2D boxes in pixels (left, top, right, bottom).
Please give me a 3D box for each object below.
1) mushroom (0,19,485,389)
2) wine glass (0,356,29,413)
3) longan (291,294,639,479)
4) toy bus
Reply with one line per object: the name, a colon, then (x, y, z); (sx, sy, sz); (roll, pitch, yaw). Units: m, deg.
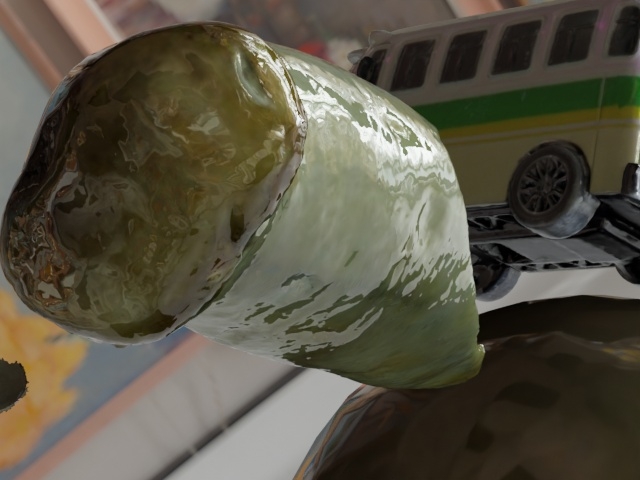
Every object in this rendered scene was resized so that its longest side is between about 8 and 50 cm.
mushroom: (0.003, -0.003, 0.646); (0.107, 0.333, 0.087); (-42, -113, 13)
wine glass: (-0.261, 0.197, 1.345); (0.074, 0.262, 0.074); (8, -142, -6)
longan: (0.170, 0.211, 1.134); (0.404, 0.404, 0.336); (-30, -154, 9)
toy bus: (0.128, -0.064, 1.227); (0.305, 0.143, 0.179); (-6, -111, 44)
